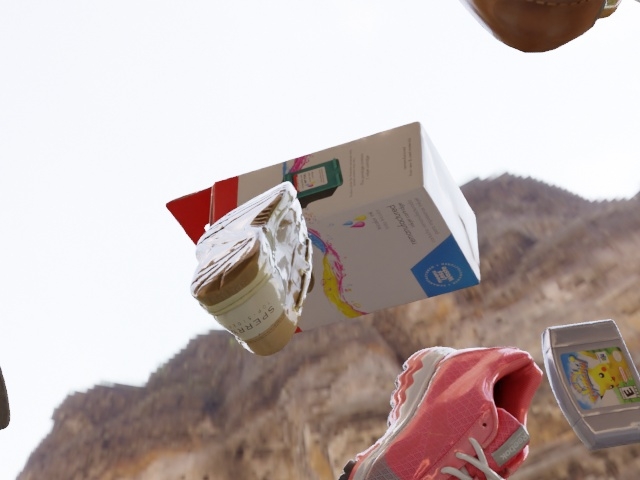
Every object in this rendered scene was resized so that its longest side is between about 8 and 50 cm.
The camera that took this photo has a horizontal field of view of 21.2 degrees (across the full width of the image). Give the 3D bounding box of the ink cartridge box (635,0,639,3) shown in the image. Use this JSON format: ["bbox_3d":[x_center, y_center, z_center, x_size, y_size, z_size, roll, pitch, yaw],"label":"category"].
[{"bbox_3d":[0.331,-0.197,1.281,0.212,0.154,0.093,24,-89,3],"label":"ink cartridge box"}]

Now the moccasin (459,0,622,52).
[{"bbox_3d":[0.093,-0.198,0.810,0.139,0.380,0.147,5,-60,-9],"label":"moccasin"}]

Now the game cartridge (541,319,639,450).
[{"bbox_3d":[0.169,0.087,1.049,0.056,0.083,0.017,-8,-31,-20],"label":"game cartridge"}]

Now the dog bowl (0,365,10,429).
[{"bbox_3d":[-0.423,0.196,1.458,0.102,0.349,0.348,14,-71,33],"label":"dog bowl"}]

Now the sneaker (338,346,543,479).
[{"bbox_3d":[0.114,0.199,1.530,0.136,0.314,0.116,-16,-58,34],"label":"sneaker"}]

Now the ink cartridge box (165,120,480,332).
[{"bbox_3d":[0.000,0.000,1.403,0.231,0.078,0.134,-17,-43,18],"label":"ink cartridge box"}]

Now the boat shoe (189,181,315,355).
[{"bbox_3d":[-0.026,0.013,0.759,0.050,0.135,0.045,-30,-76,16],"label":"boat shoe"}]
